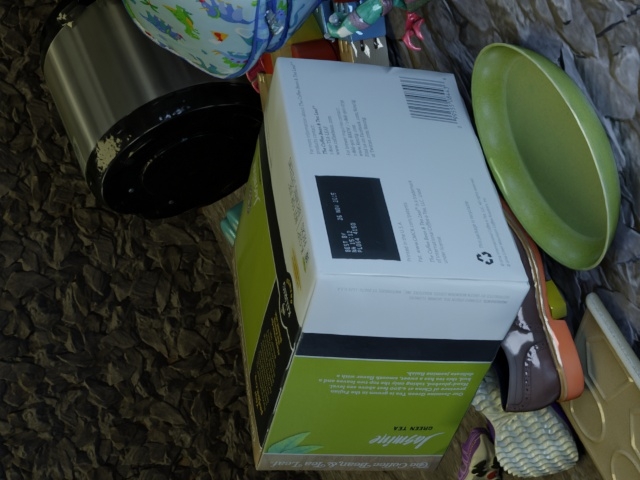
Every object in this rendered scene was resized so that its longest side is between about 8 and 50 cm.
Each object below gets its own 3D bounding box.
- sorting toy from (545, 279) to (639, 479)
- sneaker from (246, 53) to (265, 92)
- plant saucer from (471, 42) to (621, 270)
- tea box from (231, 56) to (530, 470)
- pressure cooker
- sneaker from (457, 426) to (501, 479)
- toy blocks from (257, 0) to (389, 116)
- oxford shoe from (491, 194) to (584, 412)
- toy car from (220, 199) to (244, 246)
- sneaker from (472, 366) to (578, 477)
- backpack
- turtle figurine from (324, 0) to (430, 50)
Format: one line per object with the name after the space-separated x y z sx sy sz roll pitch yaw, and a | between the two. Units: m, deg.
0.309 0.157 1.278 0.229 0.041 0.307 88 161 -53 | sorting toy
-0.090 -0.327 1.879 0.252 0.103 0.111 60 -169 -9 | sneaker
0.225 -0.087 1.156 0.241 0.037 0.241 59 166 24 | plant saucer
0.041 0.031 1.296 0.323 0.220 0.329 109 159 -44 | tea box
-0.307 -0.298 2.128 0.370 0.375 0.420 -44 60 32 | pressure cooker
0.247 0.345 1.843 0.170 0.068 0.071 99 160 -53 | sneaker
0.000 -0.215 1.597 0.381 0.191 0.261 -150 49 -68 | toy blocks
0.196 0.059 1.306 0.097 0.098 0.271 101 150 -67 | oxford shoe
0.000 0.000 1.861 0.238 0.219 0.210 56 167 0 | toy car
0.239 0.170 1.460 0.293 0.102 0.146 55 -153 -35 | sneaker
-0.108 -0.338 1.272 0.290 0.273 0.355 27 178 5 | backpack
0.078 -0.293 1.216 0.234 0.118 0.175 93 -170 -73 | turtle figurine
